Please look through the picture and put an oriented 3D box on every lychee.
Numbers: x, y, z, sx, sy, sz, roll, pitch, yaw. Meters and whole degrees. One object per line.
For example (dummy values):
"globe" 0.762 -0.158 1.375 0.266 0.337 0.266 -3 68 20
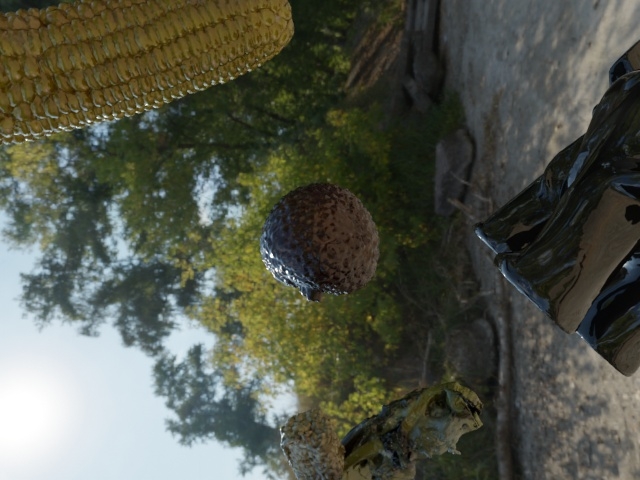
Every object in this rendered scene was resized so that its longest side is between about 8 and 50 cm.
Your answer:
"lychee" 0.000 0.000 1.065 0.260 0.261 0.260 0 -90 -85

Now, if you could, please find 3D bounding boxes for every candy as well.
"candy" -0.009 0.328 0.812 0.085 0.095 0.110 -83 -29 -63

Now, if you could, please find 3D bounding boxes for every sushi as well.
"sushi" 0.154 0.354 0.895 0.139 0.291 0.131 50 -175 -39

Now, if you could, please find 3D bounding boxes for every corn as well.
"corn" -0.158 -0.149 0.398 0.101 0.292 0.101 159 90 -77

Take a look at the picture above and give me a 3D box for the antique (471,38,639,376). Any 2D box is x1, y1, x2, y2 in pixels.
"antique" 0.276 -0.041 0.422 0.255 0.185 0.322 -51 -6 14
